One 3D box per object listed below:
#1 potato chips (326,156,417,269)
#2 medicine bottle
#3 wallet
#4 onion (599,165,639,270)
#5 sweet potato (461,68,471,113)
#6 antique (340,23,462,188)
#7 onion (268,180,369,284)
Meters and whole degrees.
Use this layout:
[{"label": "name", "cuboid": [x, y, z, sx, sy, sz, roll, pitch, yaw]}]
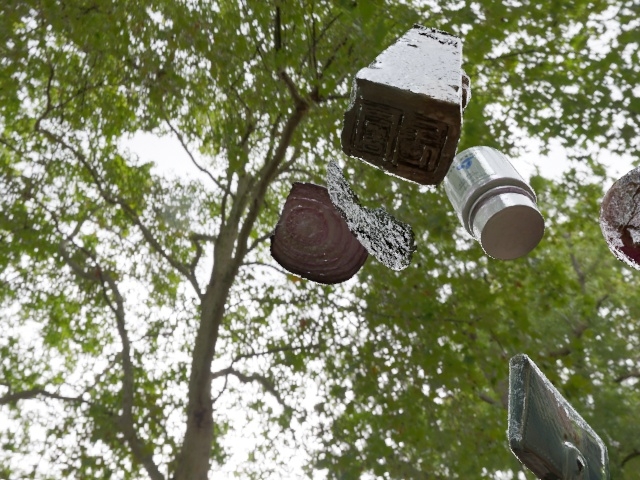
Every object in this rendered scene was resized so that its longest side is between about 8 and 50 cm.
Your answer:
[{"label": "potato chips", "cuboid": [0.077, -0.041, 0.939, 0.029, 0.202, 0.220, -36, -94, -15]}, {"label": "medicine bottle", "cuboid": [0.390, -0.088, 1.261, 0.170, 0.293, 0.170, -1, -59, -2]}, {"label": "wallet", "cuboid": [0.514, 0.435, 1.187, 0.083, 0.252, 0.360, -30, -65, 36]}, {"label": "onion", "cuboid": [0.915, -0.042, 1.465, 0.385, 0.348, 0.347, -30, -35, -50]}, {"label": "sweet potato", "cuboid": [0.313, -0.342, 1.254, 0.068, 0.206, 0.060, 37, -53, -21]}, {"label": "antique", "cuboid": [0.138, -0.211, 0.802, 0.150, 0.284, 0.125, 18, -48, 7]}, {"label": "onion", "cuboid": [0.000, 0.000, 1.425, 0.247, 0.250, 0.111, 22, -23, -3]}]
